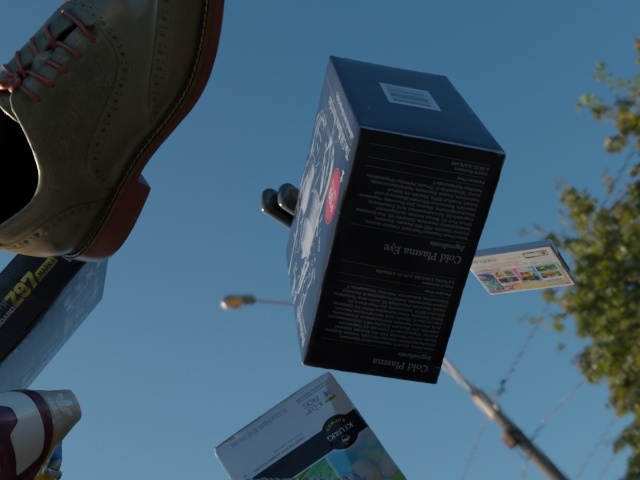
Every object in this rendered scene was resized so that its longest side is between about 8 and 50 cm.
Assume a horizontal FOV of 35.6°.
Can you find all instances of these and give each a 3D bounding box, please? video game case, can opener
[{"bbox_3d":[0.341,0.048,1.711,0.157,0.019,0.143,-10,-32,28],"label":"video game case"},{"bbox_3d":[0.000,0.000,1.734,0.076,0.095,0.283,-14,-30,32],"label":"can opener"}]

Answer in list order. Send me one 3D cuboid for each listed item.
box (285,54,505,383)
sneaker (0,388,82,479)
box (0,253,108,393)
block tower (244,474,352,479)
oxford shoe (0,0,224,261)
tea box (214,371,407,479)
[{"bbox_3d":[0.077,-0.040,1.303,0.179,0.343,0.312,9,-68,-9],"label":"box"},{"bbox_3d":[-0.198,0.145,0.598,0.084,0.069,0.185,-14,-19,-37],"label":"sneaker"},{"bbox_3d":[-0.296,0.093,0.959,0.232,0.059,0.183,-54,-3,-28],"label":"box"},{"bbox_3d":[-0.018,0.285,0.934,0.091,0.097,0.335,-46,-19,3],"label":"block tower"},{"bbox_3d":[-0.176,-0.126,0.764,0.130,0.123,0.348,-1,-57,-45],"label":"oxford shoe"},{"bbox_3d":[0.038,0.436,1.531,0.220,0.323,0.329,-34,-31,-9],"label":"tea box"}]
